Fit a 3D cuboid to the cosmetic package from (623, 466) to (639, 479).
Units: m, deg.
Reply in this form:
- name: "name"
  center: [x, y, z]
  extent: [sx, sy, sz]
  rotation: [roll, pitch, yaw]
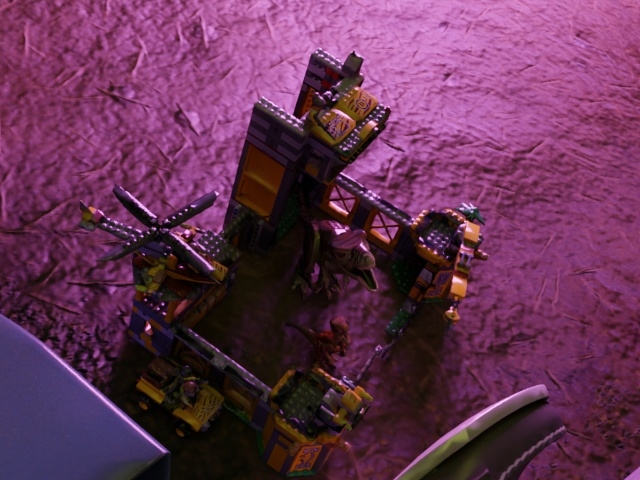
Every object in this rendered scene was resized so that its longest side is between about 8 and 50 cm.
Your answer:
- name: "cosmetic package"
  center: [0.203, 0.270, 0.645]
  extent: [0.107, 0.127, 0.238]
  rotation: [35, 53, 11]

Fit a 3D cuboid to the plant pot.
- name: "plant pot"
  center: [-0.235, 0.142, 0.591]
  extent: [0.234, 0.165, 0.165]
  rotation: [39, 52, 23]

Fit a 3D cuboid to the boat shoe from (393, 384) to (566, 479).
- name: "boat shoe"
  center: [0.071, 0.210, 0.666]
  extent: [0.305, 0.109, 0.091]
  rotation: [-30, 67, -27]

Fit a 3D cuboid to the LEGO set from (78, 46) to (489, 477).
- name: "LEGO set"
  center: [0.000, 0.000, 0.747]
  extent: [0.255, 0.192, 0.331]
  rotation: [41, 53, 15]
